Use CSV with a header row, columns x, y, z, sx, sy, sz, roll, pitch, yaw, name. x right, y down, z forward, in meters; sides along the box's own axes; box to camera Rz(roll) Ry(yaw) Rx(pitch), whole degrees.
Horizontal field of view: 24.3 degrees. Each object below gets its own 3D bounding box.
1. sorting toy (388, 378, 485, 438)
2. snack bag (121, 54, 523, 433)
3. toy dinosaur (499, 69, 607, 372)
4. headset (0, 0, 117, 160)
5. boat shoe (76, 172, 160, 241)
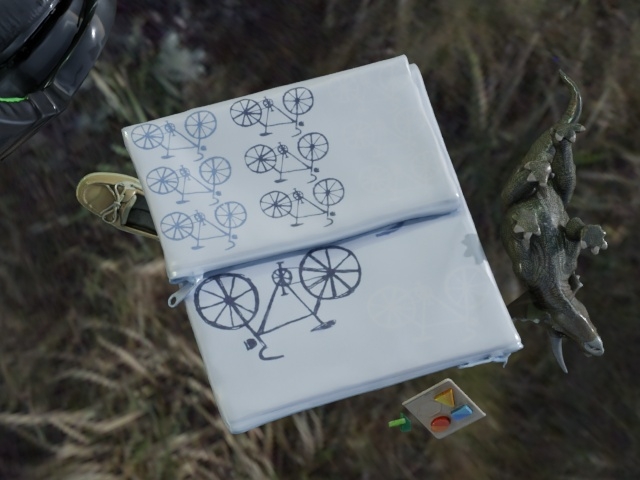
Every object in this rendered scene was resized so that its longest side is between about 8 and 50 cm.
x,y,z,sx,sy,sz,roll,pitch,yaw,name
0.107,0.168,1.411,0.083,0.012,0.062,-33,118,29,sorting toy
0.000,0.000,1.476,0.323,0.037,0.342,-14,72,-13,snack bag
0.231,-0.029,1.576,0.121,0.160,0.313,-2,69,-12,toy dinosaur
-0.206,-0.187,0.872,0.185,0.394,0.243,-36,98,18,headset
-0.196,-0.030,1.637,0.153,0.048,0.056,27,99,-12,boat shoe
